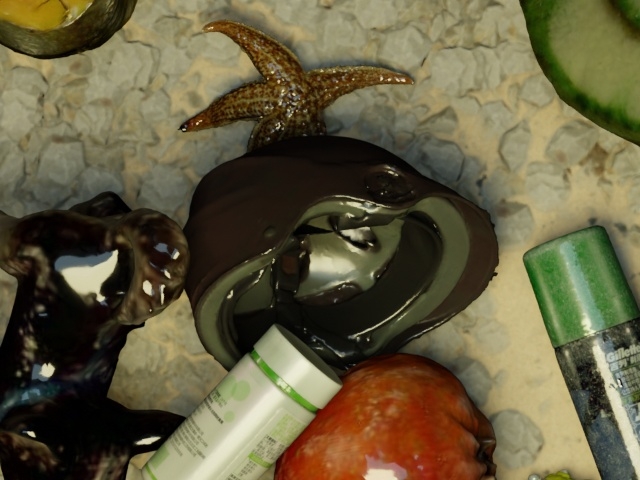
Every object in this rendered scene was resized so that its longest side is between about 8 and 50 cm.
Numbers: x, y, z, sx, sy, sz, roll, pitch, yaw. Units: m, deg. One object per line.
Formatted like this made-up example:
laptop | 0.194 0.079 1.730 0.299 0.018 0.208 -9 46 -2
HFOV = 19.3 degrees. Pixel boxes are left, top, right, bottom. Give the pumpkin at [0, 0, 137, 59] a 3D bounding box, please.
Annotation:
pumpkin | -0.227 -0.327 1.869 0.222 0.139 0.317 26 86 11

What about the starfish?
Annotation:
starfish | -0.027 -0.137 1.869 0.238 0.057 0.213 -22 91 5

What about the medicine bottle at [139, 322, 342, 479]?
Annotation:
medicine bottle | -0.071 0.169 1.688 0.086 0.086 0.183 43 93 8

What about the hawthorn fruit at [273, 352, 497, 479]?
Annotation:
hawthorn fruit | 0.035 0.234 1.755 0.272 0.242 0.241 -16 84 15

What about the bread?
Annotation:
bread | 0.366 -0.256 1.710 0.382 0.129 0.366 -8 73 36

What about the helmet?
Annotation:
helmet | 0.000 0.000 1.783 0.305 0.225 0.177 -11 45 -25

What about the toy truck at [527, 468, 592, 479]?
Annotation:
toy truck | 0.222 0.274 1.806 0.077 0.076 0.111 13 86 27

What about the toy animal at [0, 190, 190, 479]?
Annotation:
toy animal | -0.229 0.121 1.738 0.194 0.303 0.344 6 90 -38

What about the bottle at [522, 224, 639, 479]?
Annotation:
bottle | 0.289 0.152 1.792 0.093 0.093 0.330 -20 84 5
